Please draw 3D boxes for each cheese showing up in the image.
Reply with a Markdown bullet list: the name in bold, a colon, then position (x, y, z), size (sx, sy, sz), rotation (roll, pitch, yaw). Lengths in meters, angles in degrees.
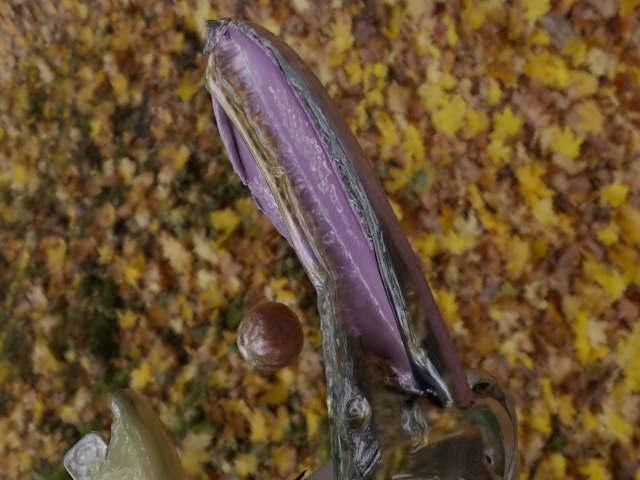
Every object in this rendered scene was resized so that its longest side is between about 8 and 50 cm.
- **cheese**: position (-0.127, 0.228, 0.801), size (0.235, 0.127, 0.050), rotation (40, 167, 30)

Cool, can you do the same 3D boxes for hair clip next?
- **hair clip**: position (0.000, -0.001, 0.574), size (0.110, 0.095, 0.359), rotation (46, -161, -58)

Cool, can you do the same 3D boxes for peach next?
- **peach**: position (-0.058, 0.112, 1.222), size (0.083, 0.083, 0.083), rotation (46, 159, 24)

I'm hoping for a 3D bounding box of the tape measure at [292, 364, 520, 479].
- **tape measure**: position (0.076, 0.222, 0.827), size (0.120, 0.236, 0.197), rotation (26, 143, 40)
